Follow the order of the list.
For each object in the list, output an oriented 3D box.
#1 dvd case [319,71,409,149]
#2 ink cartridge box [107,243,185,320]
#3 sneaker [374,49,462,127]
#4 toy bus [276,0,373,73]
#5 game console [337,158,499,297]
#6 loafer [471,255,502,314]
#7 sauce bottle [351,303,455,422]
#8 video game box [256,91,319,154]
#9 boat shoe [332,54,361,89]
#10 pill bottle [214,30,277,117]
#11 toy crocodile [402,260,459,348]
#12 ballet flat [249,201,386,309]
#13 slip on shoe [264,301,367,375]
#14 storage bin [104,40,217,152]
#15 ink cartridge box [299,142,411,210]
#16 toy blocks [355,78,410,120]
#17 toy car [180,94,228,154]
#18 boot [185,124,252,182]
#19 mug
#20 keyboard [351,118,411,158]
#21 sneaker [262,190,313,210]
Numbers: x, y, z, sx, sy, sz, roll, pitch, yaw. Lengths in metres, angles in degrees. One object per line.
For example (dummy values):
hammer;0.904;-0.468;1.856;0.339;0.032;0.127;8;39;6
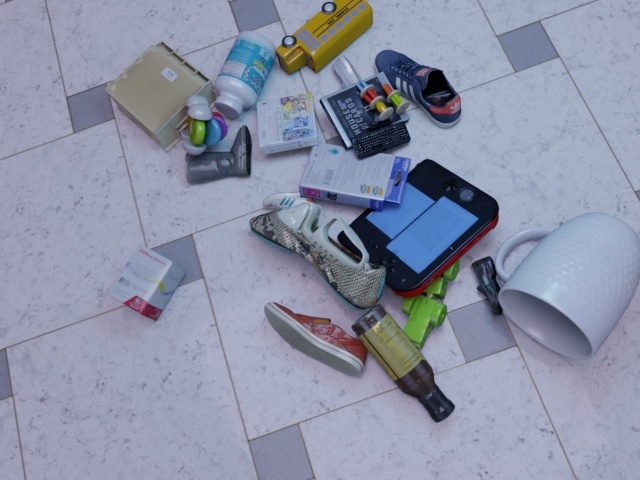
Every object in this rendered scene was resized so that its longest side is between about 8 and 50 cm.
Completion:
dvd case;0.139;-0.408;1.862;0.238;0.029;0.179;-27;86;-18
ink cartridge box;-0.513;0.125;1.771;0.128;0.127;0.176;28;78;15
sneaker;0.308;-0.510;1.861;0.350;0.148;0.131;42;82;17
toy bus;0.012;-0.676;1.972;0.332;0.108;0.130;-43;74;-8
game console;0.278;-0.045;1.707;0.386;0.060;0.342;-40;51;-7
loafer;0.476;0.132;1.692;0.061;0.062;0.170;-17;66;25
sauce bottle;0.227;0.336;1.609;0.111;0.111;0.344;-37;86;-5
video game box;-0.106;-0.376;1.897;0.186;0.048;0.205;-11;55;6
boat shoe;0.096;-0.516;1.938;0.063;0.066;0.184;-34;81;25
pill bottle;-0.253;-0.535;1.939;0.146;0.146;0.264;19;77;12
toy crocodile;0.319;0.141;1.685;0.115;0.105;0.341;13;76;31
ballet flat;0.000;0.000;1.689;0.482;0.164;0.182;36;116;29
slip on shoe;-0.014;0.262;1.685;0.331;0.123;0.101;26;56;14
storage bin;-0.522;-0.483;1.968;0.262;0.123;0.260;41;81;17
ink cartridge box;0.107;-0.194;1.809;0.310;0.065;0.186;10;57;12
toy blocks;0.188;-0.451;1.839;0.123;0.054;0.148;-26;70;-27
toy car;-0.360;-0.357;1.861;0.136;0.159;0.182;7;29;-21
boot;-0.330;-0.278;1.914;0.208;0.076;0.190;-3;70;13
mug;0.646;0.082;1.593;0.328;0.276;0.374;-47;43;-14
keyboard;0.184;-0.324;1.819;0.191;0.038;0.100;-22;83;-18
sneaker;-0.098;-0.104;1.830;0.161;0.057;0.076;-6;66;2
